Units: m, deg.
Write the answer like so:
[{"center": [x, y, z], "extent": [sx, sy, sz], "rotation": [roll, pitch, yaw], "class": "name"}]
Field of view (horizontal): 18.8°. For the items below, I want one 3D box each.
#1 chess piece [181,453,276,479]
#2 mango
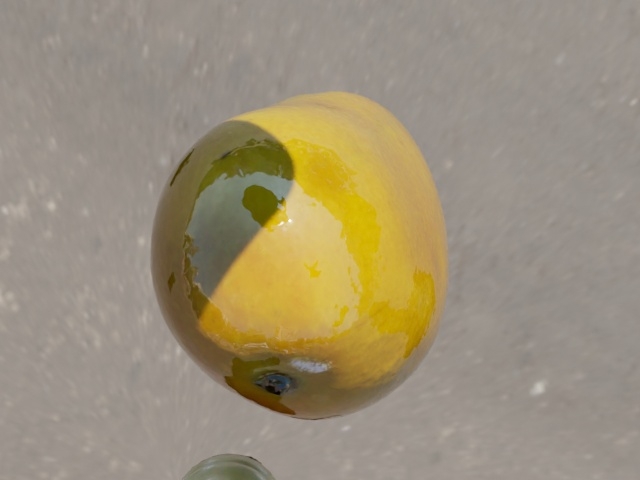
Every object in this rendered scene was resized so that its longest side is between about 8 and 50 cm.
[{"center": [-0.057, 0.162, 1.057], "extent": [0.066, 0.122, 0.066], "rotation": [1, 99, 4], "class": "chess piece"}, {"center": [0.001, 0.007, 1.081], "extent": [0.139, 0.254, 0.175], "rotation": [-11, 97, 25], "class": "mango"}]
